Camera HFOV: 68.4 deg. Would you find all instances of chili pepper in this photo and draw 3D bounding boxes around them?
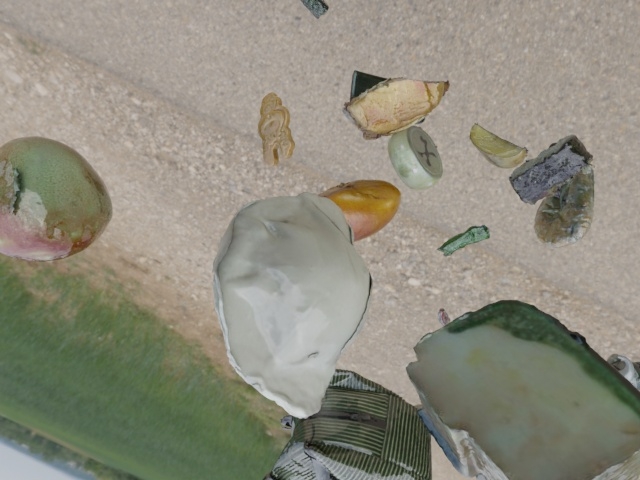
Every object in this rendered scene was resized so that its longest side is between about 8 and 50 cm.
[{"bbox_3d":[0.465,0.292,1.783,0.050,0.041,0.153,52,-178,36],"label":"chili pepper"},{"bbox_3d":[0.580,-0.001,1.921,0.225,0.060,0.098,-23,141,5],"label":"chili pepper"}]

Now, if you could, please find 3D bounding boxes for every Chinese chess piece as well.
[{"bbox_3d":[0.329,-0.287,1.621,0.092,0.237,0.238,-28,122,38],"label":"Chinese chess piece"}]

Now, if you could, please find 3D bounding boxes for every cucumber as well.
[{"bbox_3d":[-0.050,-0.756,1.429,0.058,0.058,0.187,-11,148,42],"label":"cucumber"}]

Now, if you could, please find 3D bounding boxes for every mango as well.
[{"bbox_3d":[0.109,-0.094,1.486,0.199,0.350,0.201,67,158,16],"label":"mango"}]

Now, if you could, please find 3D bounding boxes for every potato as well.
[{"bbox_3d":[0.702,-0.362,1.903,0.243,0.098,0.138,38,-178,26],"label":"potato"}]

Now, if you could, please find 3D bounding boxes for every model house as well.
[{"bbox_3d":[0.306,0.296,0.733,0.298,0.244,0.284,52,163,53],"label":"model house"}]

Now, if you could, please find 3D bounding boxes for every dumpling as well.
[{"bbox_3d":[-0.039,0.061,0.720,0.260,0.341,0.181,39,161,-30],"label":"dumpling"}]

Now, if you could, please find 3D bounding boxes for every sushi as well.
[{"bbox_3d":[0.649,-0.199,1.330,0.115,0.147,0.212,47,125,-4],"label":"sushi"}]

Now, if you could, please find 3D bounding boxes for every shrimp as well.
[{"bbox_3d":[0.962,-0.169,1.841,0.110,0.445,0.221,32,159,-30],"label":"shrimp"}]

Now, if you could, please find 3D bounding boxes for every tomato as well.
[{"bbox_3d":[-0.663,-0.093,1.135,0.239,0.303,0.303,-8,136,41],"label":"tomato"}]

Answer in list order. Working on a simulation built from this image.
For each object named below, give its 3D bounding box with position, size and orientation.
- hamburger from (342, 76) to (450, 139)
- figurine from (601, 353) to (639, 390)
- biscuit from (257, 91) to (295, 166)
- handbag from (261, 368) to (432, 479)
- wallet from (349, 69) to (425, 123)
[{"bbox_3d":[0.218,-0.411,1.432,0.283,0.155,0.245,18,112,-6],"label":"hamburger"},{"bbox_3d":[0.684,0.331,1.121,0.193,0.147,0.126,-9,157,-3],"label":"figurine"},{"bbox_3d":[-0.151,-0.367,1.537,0.144,0.236,0.040,-18,170,35],"label":"biscuit"},{"bbox_3d":[0.045,0.428,0.944,0.240,0.247,0.340,28,130,-9],"label":"handbag"},{"bbox_3d":[0.272,-0.562,1.876,0.318,0.172,0.045,6,174,-14],"label":"wallet"}]
